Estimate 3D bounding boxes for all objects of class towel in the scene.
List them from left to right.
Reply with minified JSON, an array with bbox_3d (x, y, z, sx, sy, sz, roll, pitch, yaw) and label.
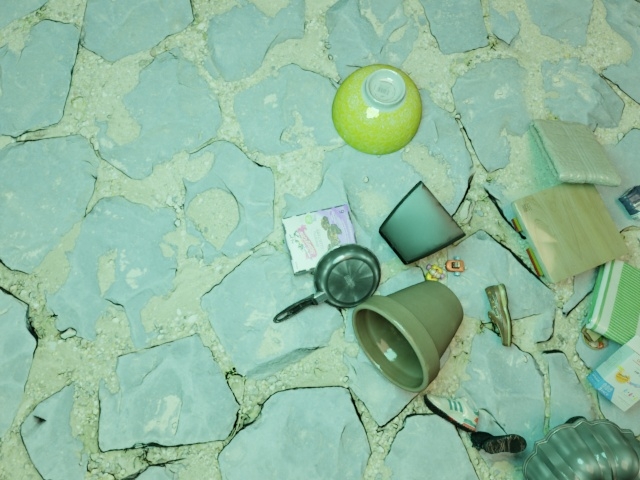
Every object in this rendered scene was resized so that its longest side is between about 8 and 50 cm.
[{"bbox_3d":[0.759,-0.268,1.288,0.187,0.049,0.282,4,50,-2],"label":"towel"},{"bbox_3d":[0.947,0.213,1.228,0.324,0.038,0.248,25,73,3],"label":"towel"}]

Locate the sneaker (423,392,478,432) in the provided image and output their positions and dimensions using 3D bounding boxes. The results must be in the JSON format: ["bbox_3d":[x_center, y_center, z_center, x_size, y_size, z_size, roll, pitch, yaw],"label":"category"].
[{"bbox_3d":[0.360,0.452,1.166,0.161,0.057,0.075,32,61,5],"label":"sneaker"}]

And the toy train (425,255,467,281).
[{"bbox_3d":[0.367,0.121,1.234,0.125,0.046,0.166,9,77,-1],"label":"toy train"}]

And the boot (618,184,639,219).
[{"bbox_3d":[1.024,-0.149,1.317,0.190,0.069,0.086,-34,85,-8],"label":"boot"}]

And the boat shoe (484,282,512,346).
[{"bbox_3d":[0.512,0.214,1.221,0.060,0.064,0.178,-11,75,26],"label":"boat shoe"}]

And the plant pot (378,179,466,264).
[{"bbox_3d":[0.267,-0.030,1.199,0.167,0.188,0.187,-38,83,2],"label":"plant pot"}]

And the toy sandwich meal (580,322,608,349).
[{"bbox_3d":[0.800,0.275,1.235,0.085,0.029,0.086,1,78,-3],"label":"toy sandwich meal"}]

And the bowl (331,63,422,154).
[{"bbox_3d":[0.181,-0.423,1.284,0.289,0.156,0.289,1,78,-3],"label":"bowl"}]

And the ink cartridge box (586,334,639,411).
[{"bbox_3d":[0.848,0.362,1.165,0.104,0.061,0.181,39,106,4],"label":"ink cartridge box"}]

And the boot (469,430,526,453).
[{"bbox_3d":[0.464,0.531,1.126,0.121,0.099,0.045,-6,77,-6],"label":"boot"}]

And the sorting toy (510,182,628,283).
[{"bbox_3d":[0.718,-0.030,1.265,0.255,0.089,0.257,-20,79,-7],"label":"sorting toy"}]

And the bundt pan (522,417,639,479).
[{"bbox_3d":[0.674,0.613,1.028,0.330,0.124,0.331,1,99,4],"label":"bundt pan"}]

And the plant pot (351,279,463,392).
[{"bbox_3d":[0.251,0.225,1.123,0.229,0.263,0.263,-30,81,-27],"label":"plant pot"}]

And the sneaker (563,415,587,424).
[{"bbox_3d":[0.658,0.588,1.131,0.227,0.087,0.130,-31,75,-14],"label":"sneaker"}]

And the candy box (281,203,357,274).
[{"bbox_3d":[0.000,0.000,1.226,0.196,0.070,0.165,-13,80,-6],"label":"candy box"}]

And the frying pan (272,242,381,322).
[{"bbox_3d":[0.016,0.117,1.174,0.326,0.053,0.197,-11,109,-9],"label":"frying pan"}]
